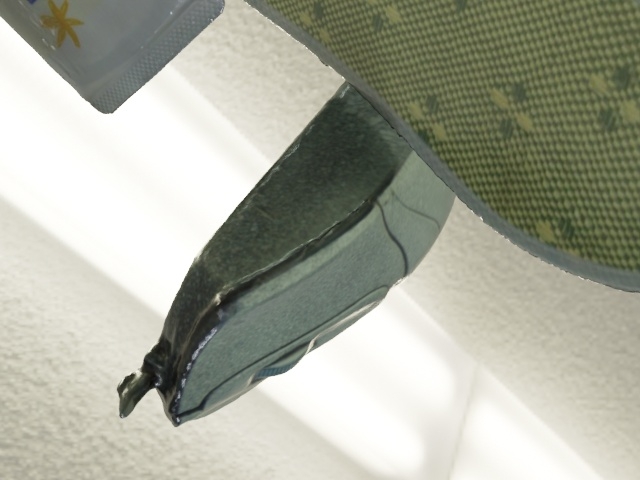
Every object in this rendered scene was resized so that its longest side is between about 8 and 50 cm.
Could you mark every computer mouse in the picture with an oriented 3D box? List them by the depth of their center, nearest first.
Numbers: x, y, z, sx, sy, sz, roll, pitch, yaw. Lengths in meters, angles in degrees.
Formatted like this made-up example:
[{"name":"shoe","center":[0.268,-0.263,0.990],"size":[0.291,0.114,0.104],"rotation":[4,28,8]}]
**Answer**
[{"name":"computer mouse","center":[0.006,0.002,0.481],"size":[0.229,0.068,0.113],"rotation":[-52,-10,-31]}]

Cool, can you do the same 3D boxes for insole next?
[{"name":"insole","center":[0.035,-0.079,0.417],"size":[0.007,0.322,0.109],"rotation":[-15,-49,-32]}]

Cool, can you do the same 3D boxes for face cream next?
[{"name":"face cream","center":[-0.151,-0.163,0.528],"size":[0.224,0.114,0.070],"rotation":[48,-136,-10]}]
